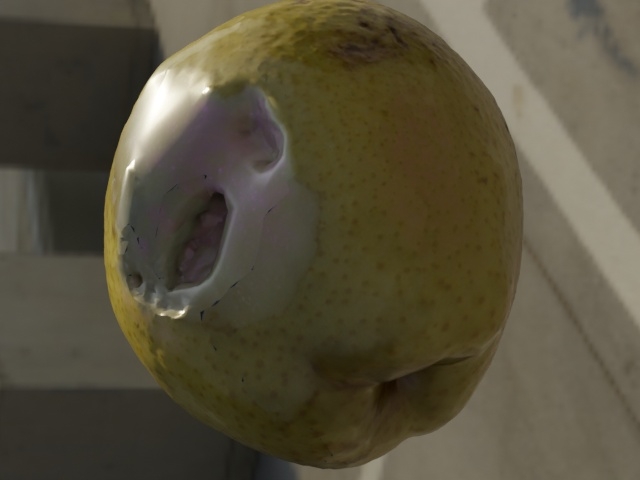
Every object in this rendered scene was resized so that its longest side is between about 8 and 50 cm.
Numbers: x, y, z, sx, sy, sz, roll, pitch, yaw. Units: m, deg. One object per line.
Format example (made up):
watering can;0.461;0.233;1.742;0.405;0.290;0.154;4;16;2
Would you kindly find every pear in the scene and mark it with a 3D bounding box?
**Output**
pear;0.000;0.000;0.625;0.178;0.178;0.178;-179;90;-75
